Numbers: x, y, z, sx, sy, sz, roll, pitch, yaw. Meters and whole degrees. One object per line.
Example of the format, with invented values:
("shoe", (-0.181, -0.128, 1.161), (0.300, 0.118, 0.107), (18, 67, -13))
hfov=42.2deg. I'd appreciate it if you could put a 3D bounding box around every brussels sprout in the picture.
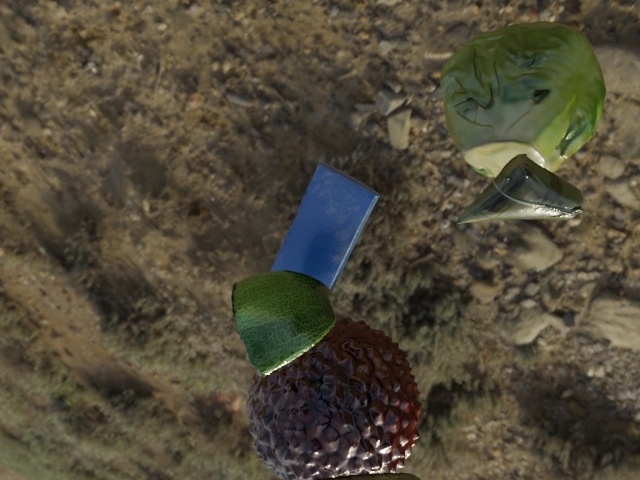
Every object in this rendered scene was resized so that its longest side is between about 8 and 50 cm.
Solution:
("brussels sprout", (0.256, -0.178, 1.051), (0.223, 0.223, 0.161), (7, 162, 34))

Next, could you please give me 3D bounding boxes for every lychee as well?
("lychee", (0.027, 0.418, 1.992), (0.425, 0.424, 0.499), (23, 119, 20))

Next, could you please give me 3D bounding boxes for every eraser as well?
("eraser", (0.000, 0.000, 1.763), (0.144, 0.043, 0.311), (30, 113, 12))

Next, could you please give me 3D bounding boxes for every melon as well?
("melon", (-0.067, 0.115, 1.564), (0.169, 0.265, 0.129), (-22, 111, 8))

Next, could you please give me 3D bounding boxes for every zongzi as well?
("zongzi", (0.230, -0.034, 0.949), (0.104, 0.052, 0.113), (29, 122, -17))

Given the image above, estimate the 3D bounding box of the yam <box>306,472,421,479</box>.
("yam", (0.070, 0.493, 1.625), (0.067, 0.317, 0.071), (17, 97, 53))
